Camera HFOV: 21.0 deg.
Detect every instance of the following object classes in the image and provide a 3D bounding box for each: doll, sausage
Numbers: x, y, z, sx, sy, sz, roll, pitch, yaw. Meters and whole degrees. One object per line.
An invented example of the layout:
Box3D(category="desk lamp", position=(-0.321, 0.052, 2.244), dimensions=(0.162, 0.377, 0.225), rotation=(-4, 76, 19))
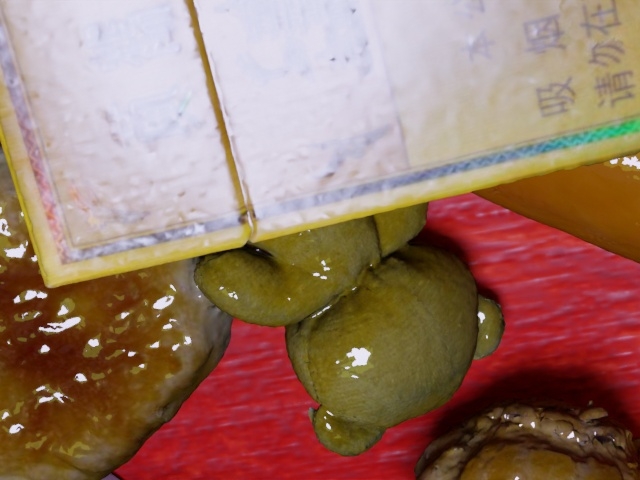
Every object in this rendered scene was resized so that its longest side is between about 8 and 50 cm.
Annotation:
Box3D(category="doll", position=(0.000, 0.000, 0.863), dimensions=(0.137, 0.097, 0.209), rotation=(-37, 105, -18))
Box3D(category="sausage", position=(0.167, -0.034, 0.823), dimensions=(0.238, 0.098, 0.098), rotation=(21, 117, -4))

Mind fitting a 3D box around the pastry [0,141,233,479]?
Box3D(category="pastry", position=(-0.144, 0.037, 0.883), dimensions=(0.182, 0.093, 0.192), rotation=(29, 108, -15))

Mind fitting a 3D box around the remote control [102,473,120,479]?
Box3D(category="remote control", position=(-0.085, 0.222, 1.008), dimensions=(0.250, 0.034, 0.103), rotation=(40, 114, -15))

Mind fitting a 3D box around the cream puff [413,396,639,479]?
Box3D(category="cream puff", position=(0.119, 0.150, 0.908), dimensions=(0.150, 0.115, 0.165), rotation=(14, 127, 5))

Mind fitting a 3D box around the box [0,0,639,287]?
Box3D(category="box", position=(0.008, -0.111, 0.711), dimensions=(0.301, 0.084, 0.192), rotation=(-13, 109, 3))
